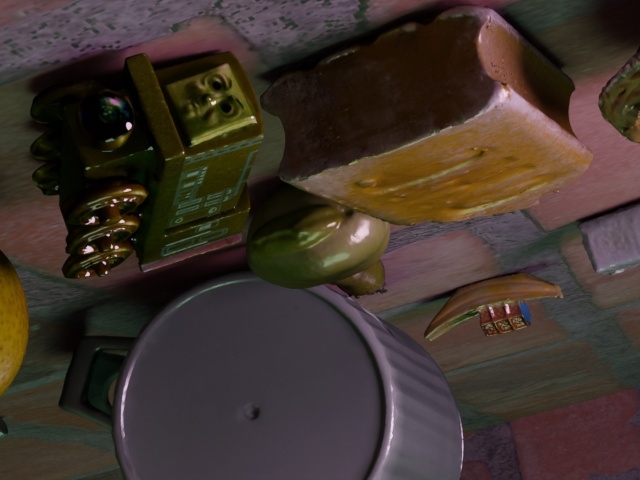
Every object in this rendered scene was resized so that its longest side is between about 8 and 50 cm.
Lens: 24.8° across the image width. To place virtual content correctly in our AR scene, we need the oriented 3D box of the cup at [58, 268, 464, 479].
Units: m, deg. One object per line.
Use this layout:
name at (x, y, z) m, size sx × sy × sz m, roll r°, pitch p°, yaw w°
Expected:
cup at (-0.069, 0.203, 1.462) m, size 0.401 × 0.310 × 0.392 m, roll -16°, pitch 164°, yaw 7°

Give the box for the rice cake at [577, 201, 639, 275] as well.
rice cake at (0.420, -0.042, 1.466) m, size 0.336 × 0.066 × 0.063 m, roll -22°, pitch 173°, yaw 32°

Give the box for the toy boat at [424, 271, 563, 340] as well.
toy boat at (0.204, 0.082, 1.746) m, size 0.172 × 0.066 × 0.065 m, roll -17°, pitch 169°, yaw 15°

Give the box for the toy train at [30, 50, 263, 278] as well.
toy train at (-0.107, -0.045, 0.915) m, size 0.137 × 0.090 × 0.225 m, roll -17°, pitch 167°, yaw -16°

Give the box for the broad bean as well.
broad bean at (0.000, 0.000, 1.192) m, size 0.124 × 0.082 × 0.174 m, roll -15°, pitch 165°, yaw -4°

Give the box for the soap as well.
soap at (0.088, -0.073, 0.994) m, size 0.160 × 0.080 × 0.257 m, roll -19°, pitch 165°, yaw 22°

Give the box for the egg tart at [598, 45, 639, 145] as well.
egg tart at (0.289, -0.129, 0.942) m, size 0.234 × 0.094 × 0.234 m, roll -11°, pitch 168°, yaw -2°

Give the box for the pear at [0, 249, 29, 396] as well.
pear at (-0.284, 0.039, 0.959) m, size 0.180 × 0.166 × 0.216 m, roll 1°, pitch 142°, yaw -8°

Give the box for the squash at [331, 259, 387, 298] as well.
squash at (0.029, 0.026, 1.385) m, size 0.052 × 0.052 × 0.183 m, roll -17°, pitch 165°, yaw 12°

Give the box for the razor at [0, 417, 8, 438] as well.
razor at (-0.506, 0.285, 1.866) m, size 0.232 × 0.106 × 0.068 m, roll -28°, pitch 165°, yaw 9°
